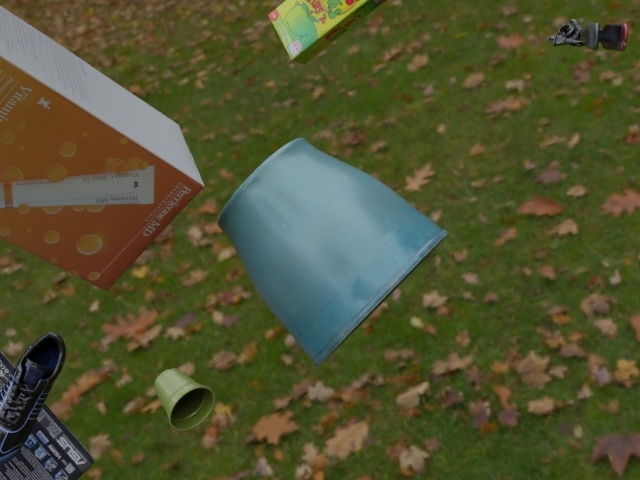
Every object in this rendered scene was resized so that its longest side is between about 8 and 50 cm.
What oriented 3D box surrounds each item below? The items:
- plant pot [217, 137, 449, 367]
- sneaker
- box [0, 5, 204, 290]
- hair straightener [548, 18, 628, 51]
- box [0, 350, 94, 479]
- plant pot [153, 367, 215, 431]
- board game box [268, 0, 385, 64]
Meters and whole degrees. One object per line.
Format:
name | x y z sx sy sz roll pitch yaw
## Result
plant pot | 0.000 0.000 1.371 0.271 0.255 0.271 -45 -7 -7
sneaker | -0.493 0.255 1.561 0.090 0.081 0.232 122 171 -61
box | -0.361 -0.120 1.227 0.215 0.345 0.168 -46 40 14
hair straightener | 0.399 -0.322 1.453 0.089 0.047 0.230 1 19 1
box | -0.638 0.352 1.645 0.097 0.395 0.318 -32 10 45
plant pot | -0.221 0.242 1.480 0.083 0.083 0.079 -34 47 -21
board game box | 0.012 -0.372 1.497 0.181 0.092 0.043 -34 -17 26
